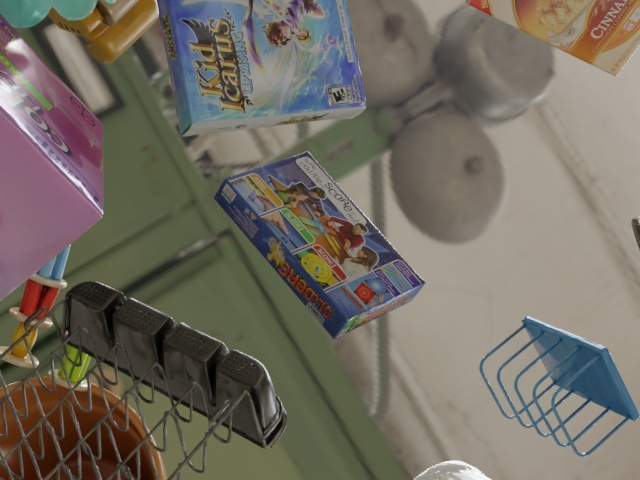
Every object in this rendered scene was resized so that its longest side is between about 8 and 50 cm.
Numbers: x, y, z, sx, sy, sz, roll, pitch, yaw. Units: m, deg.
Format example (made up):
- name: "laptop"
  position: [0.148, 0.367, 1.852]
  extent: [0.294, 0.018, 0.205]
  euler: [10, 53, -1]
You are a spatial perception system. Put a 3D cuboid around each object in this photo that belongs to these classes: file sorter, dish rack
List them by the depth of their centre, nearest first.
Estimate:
- name: "dish rack"
  position: [-0.178, 0.150, 0.952]
  extent: [0.208, 0.271, 0.074]
  euler: [23, -42, 25]
- name: "file sorter"
  position: [0.308, 0.194, 1.714]
  extent: [0.170, 0.104, 0.118]
  euler: [21, -34, 60]

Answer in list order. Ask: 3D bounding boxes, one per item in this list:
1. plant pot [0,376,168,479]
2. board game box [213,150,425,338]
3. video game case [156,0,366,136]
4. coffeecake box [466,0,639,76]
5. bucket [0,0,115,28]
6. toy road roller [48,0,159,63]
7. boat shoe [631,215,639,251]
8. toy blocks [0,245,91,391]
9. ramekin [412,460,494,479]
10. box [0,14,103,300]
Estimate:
- name: "plant pot"
  position: [-0.309, 0.331, 1.572]
  extent: [0.291, 0.291, 0.203]
  euler: [44, -12, 21]
- name: "board game box"
  position: [0.000, 0.000, 1.375]
  extent: [0.201, 0.136, 0.035]
  euler: [49, -50, 18]
- name: "video game case"
  position: [-0.083, -0.283, 1.707]
  extent: [0.061, 0.244, 0.270]
  euler: [151, -71, -68]
- name: "coffeecake box"
  position: [0.262, -0.274, 1.340]
  extent: [0.185, 0.068, 0.142]
  euler: [23, -55, -15]
- name: "bucket"
  position: [-0.327, -0.346, 1.288]
  extent: [0.281, 0.281, 0.183]
  euler: [34, -50, 33]
- name: "toy road roller"
  position: [-0.364, -0.423, 2.252]
  extent: [0.329, 0.202, 0.240]
  euler: [26, -21, 51]
- name: "boat shoe"
  position: [0.461, 0.036, 1.622]
  extent: [0.307, 0.104, 0.111]
  euler: [46, 28, -59]
- name: "toy blocks"
  position: [-0.294, 0.083, 1.501]
  extent: [0.123, 0.148, 0.054]
  euler: [22, 6, 8]
- name: "ramekin"
  position: [0.214, 0.477, 1.929]
  extent: [0.135, 0.277, 0.277]
  euler: [14, -50, 45]
- name: "box"
  position: [-0.296, -0.102, 1.106]
  extent: [0.213, 0.117, 0.243]
  euler: [49, 9, -23]
